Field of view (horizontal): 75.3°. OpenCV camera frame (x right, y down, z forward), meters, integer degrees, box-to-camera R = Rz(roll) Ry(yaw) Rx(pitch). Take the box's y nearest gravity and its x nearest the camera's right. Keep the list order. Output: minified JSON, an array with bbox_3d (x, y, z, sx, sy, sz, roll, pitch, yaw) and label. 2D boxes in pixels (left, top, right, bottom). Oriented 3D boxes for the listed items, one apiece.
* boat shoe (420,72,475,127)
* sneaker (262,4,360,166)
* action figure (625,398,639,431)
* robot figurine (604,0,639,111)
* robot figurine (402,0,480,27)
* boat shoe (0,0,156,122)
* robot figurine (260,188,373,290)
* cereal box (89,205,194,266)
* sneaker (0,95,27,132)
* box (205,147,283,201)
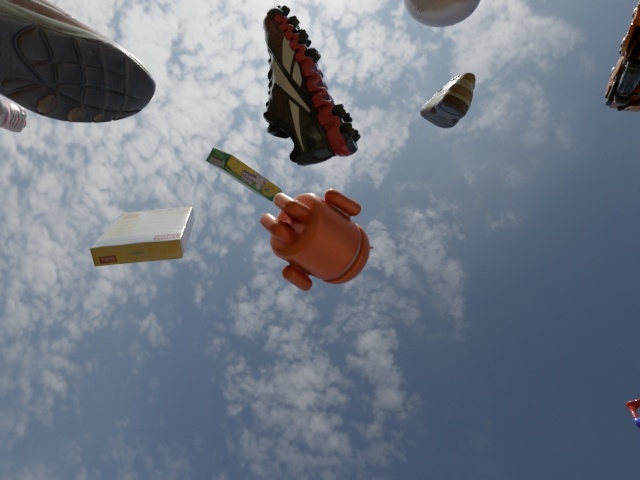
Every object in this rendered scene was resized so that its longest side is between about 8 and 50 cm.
[{"bbox_3d":[0.231,-0.248,0.731,0.068,0.190,0.072,26,-83,-6],"label":"boat shoe"},{"bbox_3d":[-0.046,-0.243,0.674,0.135,0.098,0.276,-25,-94,15],"label":"sneaker"},{"bbox_3d":[0.325,0.200,0.395,0.030,0.115,0.038,-19,-80,28],"label":"action figure"},{"bbox_3d":[0.513,-0.301,0.640,0.085,0.291,0.211,20,-75,27],"label":"robot figurine"},{"bbox_3d":[0.258,-0.579,0.822,0.174,0.209,0.278,1,-50,0],"label":"robot figurine"},{"bbox_3d":[-0.313,-0.215,0.414,0.123,0.324,0.116,-33,-106,22],"label":"boat shoe"},{"bbox_3d":[-0.001,0.002,0.736,0.128,0.219,0.158,-21,-131,41],"label":"robot figurine"},{"bbox_3d":[-0.384,-0.016,0.928,0.173,0.240,0.047,-6,-67,-8],"label":"cereal box"},{"bbox_3d":[-0.515,-0.207,0.683,0.134,0.070,0.050,25,-88,37],"label":"sneaker"},{"bbox_3d":[-0.176,-0.151,0.991,0.105,0.179,0.043,29,-91,47],"label":"box"}]
